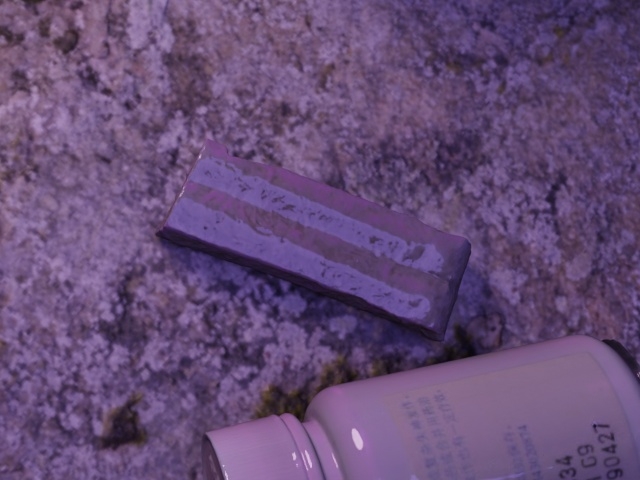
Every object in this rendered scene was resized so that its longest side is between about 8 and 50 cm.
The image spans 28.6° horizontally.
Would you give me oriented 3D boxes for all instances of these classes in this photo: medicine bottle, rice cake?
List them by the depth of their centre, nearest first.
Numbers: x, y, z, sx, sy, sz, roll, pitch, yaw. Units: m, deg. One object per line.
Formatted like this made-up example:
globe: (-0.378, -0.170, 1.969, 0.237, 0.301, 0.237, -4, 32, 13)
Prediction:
medicine bottle: (0.099, 0.216, 1.104, 0.378, 0.213, 0.213, -10, 81, -14)
rice cake: (-0.001, -0.002, 1.209, 0.298, 0.050, 0.106, 21, 75, -7)
